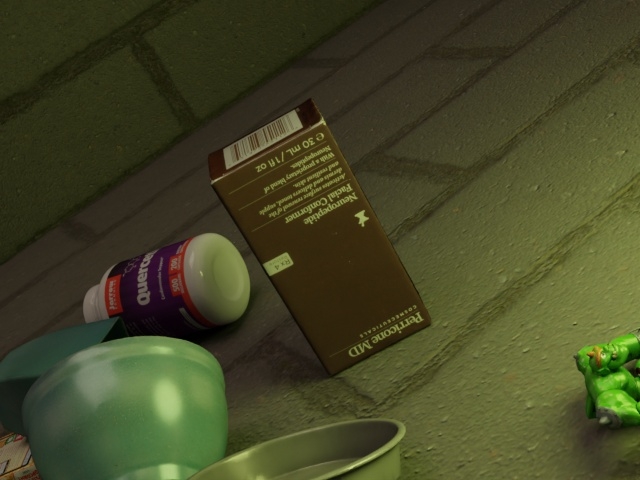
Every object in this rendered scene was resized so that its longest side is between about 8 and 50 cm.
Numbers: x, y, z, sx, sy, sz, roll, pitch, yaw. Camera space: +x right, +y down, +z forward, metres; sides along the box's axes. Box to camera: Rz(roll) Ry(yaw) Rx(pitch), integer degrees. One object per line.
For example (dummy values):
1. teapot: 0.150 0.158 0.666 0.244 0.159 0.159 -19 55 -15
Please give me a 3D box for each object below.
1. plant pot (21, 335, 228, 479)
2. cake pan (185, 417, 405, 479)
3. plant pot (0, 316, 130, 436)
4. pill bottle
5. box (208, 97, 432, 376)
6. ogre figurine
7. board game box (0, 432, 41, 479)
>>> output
1. plant pot: -0.256 0.301 1.235 0.293 0.293 0.196 -28 49 5
2. cake pan: -0.031 0.290 1.086 0.293 0.054 0.293 -15 -1 0
3. plant pot: -0.465 0.258 1.587 0.234 0.166 0.166 -7 26 18
4. pill bottle: -0.312 0.109 1.761 0.322 0.182 0.181 -18 26 27
5. box: 0.000 0.000 1.362 0.191 0.381 0.143 -29 26 4
6. ogre figurine: 0.357 0.161 0.994 0.118 0.097 0.197 -8 43 7
7. board game box: -0.544 0.399 1.619 0.193 0.045 0.147 -24 24 13
